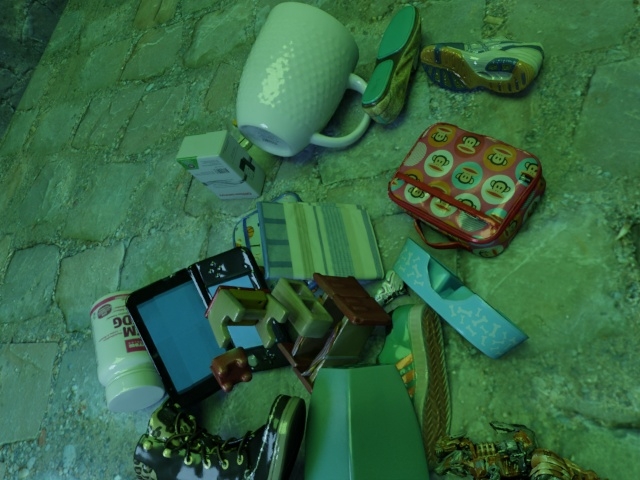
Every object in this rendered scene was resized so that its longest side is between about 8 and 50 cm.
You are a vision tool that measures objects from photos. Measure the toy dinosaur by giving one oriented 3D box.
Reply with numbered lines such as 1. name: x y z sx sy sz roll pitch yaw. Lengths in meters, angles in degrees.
1. toy dinosaur: 0.339 0.403 0.736 0.321 0.164 0.219 -12 45 42

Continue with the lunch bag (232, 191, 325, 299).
1. lunch bag: -0.102 0.050 1.159 0.243 0.115 0.304 -26 56 17

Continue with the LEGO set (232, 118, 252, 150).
1. LEGO set: -0.186 -0.357 1.416 0.227 0.087 0.093 -43 54 5

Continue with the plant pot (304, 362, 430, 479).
1. plant pot: 0.074 0.338 0.821 0.165 0.165 0.235 -22 68 57

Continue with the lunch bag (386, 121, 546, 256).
1. lunch bag: 0.300 -0.101 1.021 0.293 0.120 0.258 34 89 37

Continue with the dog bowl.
1. dog bowl: 0.257 0.110 0.910 0.074 0.166 0.297 -51 54 8

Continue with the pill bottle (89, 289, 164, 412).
1. pill bottle: -0.501 0.286 1.224 0.160 0.160 0.283 -34 56 9

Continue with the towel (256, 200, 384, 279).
1. towel: 0.000 0.000 1.065 0.034 0.284 0.209 122 143 -51

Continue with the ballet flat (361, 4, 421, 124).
1. ballet flat: 0.202 -0.457 1.243 0.123 0.123 0.349 8 68 31

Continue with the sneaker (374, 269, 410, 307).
1. sneaker: 0.163 0.116 1.027 0.069 0.038 0.098 18 76 34

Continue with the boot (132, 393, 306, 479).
1. boot: -0.193 0.393 0.878 0.284 0.378 0.138 23 33 9

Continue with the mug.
1. mug: -0.037 -0.392 1.269 0.373 0.276 0.328 23 80 2

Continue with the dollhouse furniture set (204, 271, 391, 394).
1. dollhouse furniture set: -0.066 0.171 0.879 0.152 0.373 0.201 46 115 43

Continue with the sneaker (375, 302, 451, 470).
1. sneaker: 0.174 0.277 0.914 0.121 0.108 0.303 -16 63 41

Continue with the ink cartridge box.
1. ink cartridge box: -0.272 -0.205 1.314 0.152 0.208 0.087 0 63 27

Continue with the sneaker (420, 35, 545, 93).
1. sneaker: 0.395 -0.442 1.155 0.296 0.112 0.131 26 63 33

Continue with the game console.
1. game console: -0.235 0.196 1.029 0.250 0.173 0.293 -19 99 30

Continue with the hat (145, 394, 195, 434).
1. hat: -0.288 0.468 1.071 0.183 0.173 0.209 24 114 9
